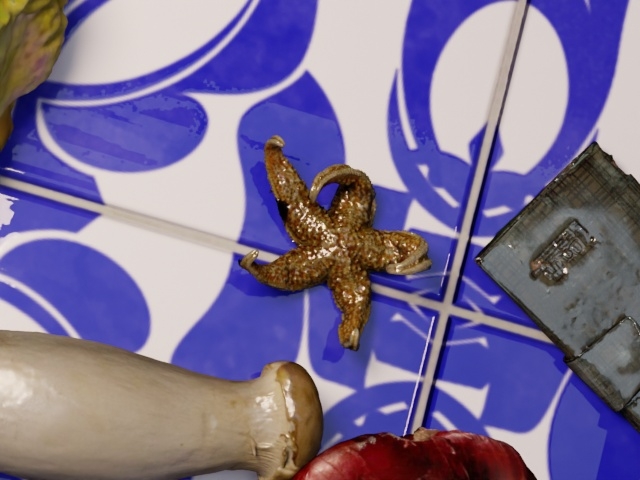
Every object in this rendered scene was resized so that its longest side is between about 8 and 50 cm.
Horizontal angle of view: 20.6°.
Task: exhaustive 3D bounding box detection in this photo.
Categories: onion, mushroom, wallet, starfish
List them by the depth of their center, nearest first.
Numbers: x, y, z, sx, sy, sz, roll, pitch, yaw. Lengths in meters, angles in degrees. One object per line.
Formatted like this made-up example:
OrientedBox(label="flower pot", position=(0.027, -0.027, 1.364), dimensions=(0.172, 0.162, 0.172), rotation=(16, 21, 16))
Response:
OrientedBox(label="onion", position=(0.056, 0.254, 1.459), dimensions=(0.272, 0.195, 0.272), rotation=(-16, 127, -22))
OrientedBox(label="mushroom", position=(-0.169, 0.144, 1.461), dimensions=(0.350, 0.128, 0.128), rotation=(5, 80, -15))
OrientedBox(label="starfish", position=(-0.001, -0.001, 1.541), dimensions=(0.146, 0.074, 0.190), rotation=(-41, 89, -14))
OrientedBox(label="wallet", position=(0.303, 0.076, 1.593), dimensions=(0.169, 0.044, 0.317), rotation=(-43, 89, -12))

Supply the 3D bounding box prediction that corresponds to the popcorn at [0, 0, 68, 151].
OrientedBox(label="popcorn", position=(-0.331, -0.181, 1.455), dimensions=(0.212, 0.259, 0.259), rotation=(36, 77, 13))
